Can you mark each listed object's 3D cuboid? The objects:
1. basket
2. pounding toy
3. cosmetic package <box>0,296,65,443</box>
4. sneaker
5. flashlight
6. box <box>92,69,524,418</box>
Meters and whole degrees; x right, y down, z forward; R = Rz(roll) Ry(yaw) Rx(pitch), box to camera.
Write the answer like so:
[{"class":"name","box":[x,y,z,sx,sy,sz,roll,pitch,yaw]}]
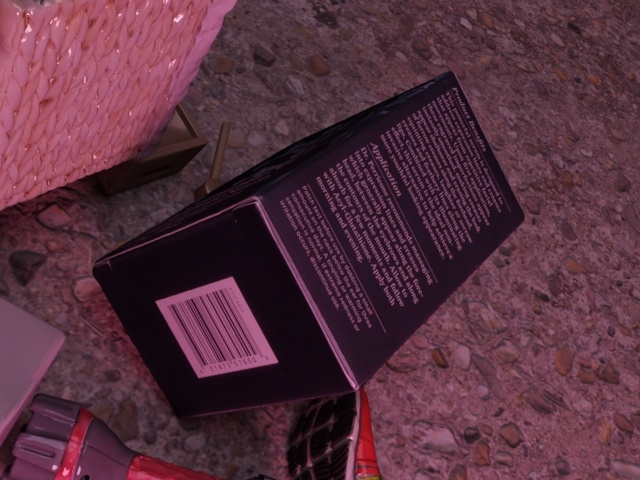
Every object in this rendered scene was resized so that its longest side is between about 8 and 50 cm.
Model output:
[{"class":"basket","box":[-0.307,-0.251,0.860,0.328,0.331,0.266,48,46,7]},{"class":"pounding toy","box":[-0.207,-0.119,1.146,0.181,0.094,0.206,-25,82,-48]},{"class":"cosmetic package","box":[-0.479,0.076,0.717,0.453,0.161,0.230,31,25,-9]},{"class":"sneaker","box":[0.038,0.295,0.993,0.118,0.107,0.279,29,46,-37]},{"class":"flashlight","box":[-0.157,0.244,0.873,0.304,0.103,0.103,21,14,-12]},{"class":"box","box":[0.000,0.000,1.003,0.395,0.293,0.212,-37,103,-45]}]
